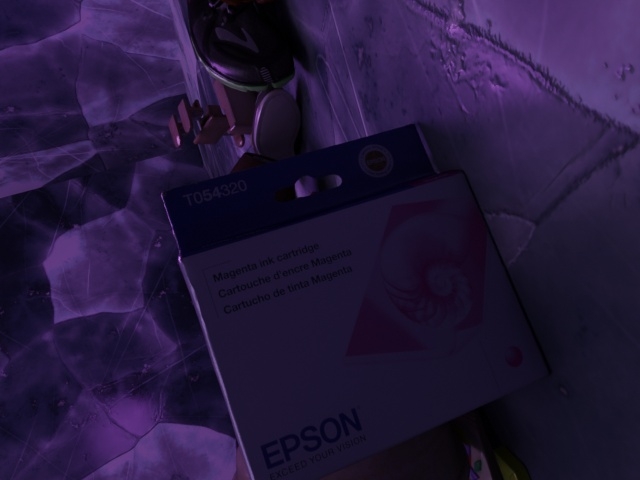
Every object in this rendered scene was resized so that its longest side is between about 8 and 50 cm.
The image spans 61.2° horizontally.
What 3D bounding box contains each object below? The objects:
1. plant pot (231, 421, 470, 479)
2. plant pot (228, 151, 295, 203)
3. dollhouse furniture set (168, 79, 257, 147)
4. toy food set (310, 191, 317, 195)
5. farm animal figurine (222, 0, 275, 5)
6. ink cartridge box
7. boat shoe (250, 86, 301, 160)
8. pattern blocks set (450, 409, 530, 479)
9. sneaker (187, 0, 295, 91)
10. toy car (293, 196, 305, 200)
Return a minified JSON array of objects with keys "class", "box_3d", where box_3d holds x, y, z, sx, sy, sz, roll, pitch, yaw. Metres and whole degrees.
[{"class":"plant pot","box_3d":[0.015,0.174,0.742,0.334,0.333,0.306,-168,68,-74]},{"class":"plant pot","box_3d":[-0.140,-0.059,1.134,0.215,0.215,0.231,43,119,62]},{"class":"dollhouse furniture set","box_3d":[-0.268,-0.319,1.509,0.242,0.212,0.161,-37,68,47]},{"class":"toy food set","box_3d":[-0.006,-0.068,1.195,0.083,0.020,0.083,89,158,-50]},{"class":"farm animal figurine","box_3d":[-0.060,-0.468,0.660,0.327,0.172,0.331,130,129,-59]},{"class":"ink cartridge box","box_3d":[0.032,0.044,0.572,0.071,0.323,0.331,128,122,-72]},{"class":"boat shoe","box_3d":[-0.105,-0.233,1.191,0.091,0.109,0.305,59,165,26]},{"class":"pattern blocks set","box_3d":[0.226,0.336,0.805,0.285,0.026,0.325,117,134,-70]},{"class":"sneaker","box_3d":[-0.181,-0.493,1.012,0.202,0.185,0.483,109,140,-74]},{"class":"toy car","box_3d":[0.000,0.000,1.061,0.136,0.159,0.182,-5,105,40]}]
